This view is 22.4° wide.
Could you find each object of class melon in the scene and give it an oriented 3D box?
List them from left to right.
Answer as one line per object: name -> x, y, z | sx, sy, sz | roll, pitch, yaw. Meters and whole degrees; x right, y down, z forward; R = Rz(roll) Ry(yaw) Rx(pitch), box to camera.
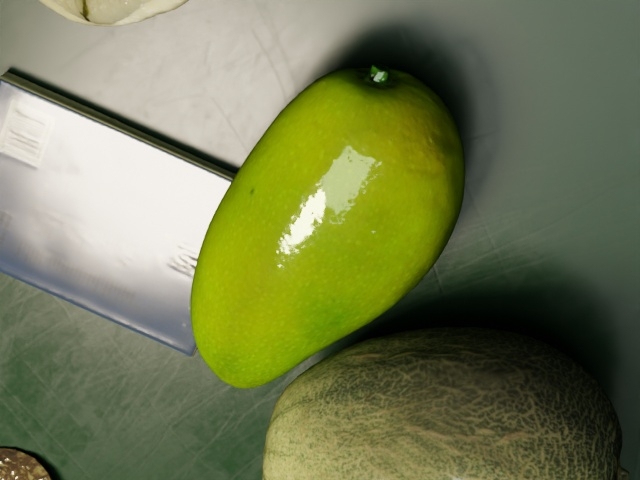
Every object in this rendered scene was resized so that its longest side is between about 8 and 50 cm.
melon -> 0.109, 0.200, 1.452 | 0.329, 0.248, 0.248 | 1, 110, 17

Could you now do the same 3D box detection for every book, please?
book -> -0.209, -0.022, 1.541 | 0.269, 0.025, 0.190 | 24, 113, 0

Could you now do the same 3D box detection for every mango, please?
mango -> 0.000, 0.000, 1.443 | 0.192, 0.156, 0.343 | 29, 117, -13

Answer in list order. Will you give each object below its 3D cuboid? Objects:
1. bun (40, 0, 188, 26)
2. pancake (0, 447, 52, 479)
bun -> -0.171, -0.293, 1.385 | 0.237, 0.116, 0.209 | 1, 114, 25
pancake -> -0.322, 0.267, 1.648 | 0.115, 0.011, 0.114 | -2, 80, 9
